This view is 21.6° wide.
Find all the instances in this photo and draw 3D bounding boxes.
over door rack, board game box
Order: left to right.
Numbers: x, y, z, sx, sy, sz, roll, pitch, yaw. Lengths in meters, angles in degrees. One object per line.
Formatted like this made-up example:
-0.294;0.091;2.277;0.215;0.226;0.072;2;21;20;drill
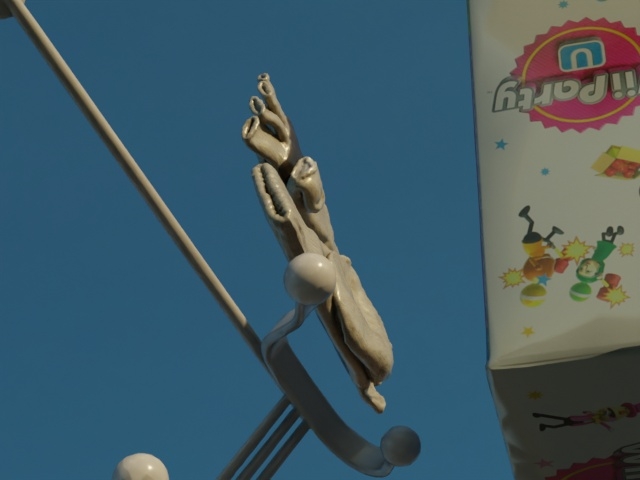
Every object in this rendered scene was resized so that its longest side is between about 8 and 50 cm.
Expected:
-0.117;0.060;0.644;0.324;0.108;0.239;51;-117;-21;over door rack
0.127;-0.019;0.775;0.097;0.303;0.224;-8;-37;9;board game box

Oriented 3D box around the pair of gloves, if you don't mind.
0.000;0.000;1.239;0.042;0.240;0.204;-25;-61;4;pair of gloves
